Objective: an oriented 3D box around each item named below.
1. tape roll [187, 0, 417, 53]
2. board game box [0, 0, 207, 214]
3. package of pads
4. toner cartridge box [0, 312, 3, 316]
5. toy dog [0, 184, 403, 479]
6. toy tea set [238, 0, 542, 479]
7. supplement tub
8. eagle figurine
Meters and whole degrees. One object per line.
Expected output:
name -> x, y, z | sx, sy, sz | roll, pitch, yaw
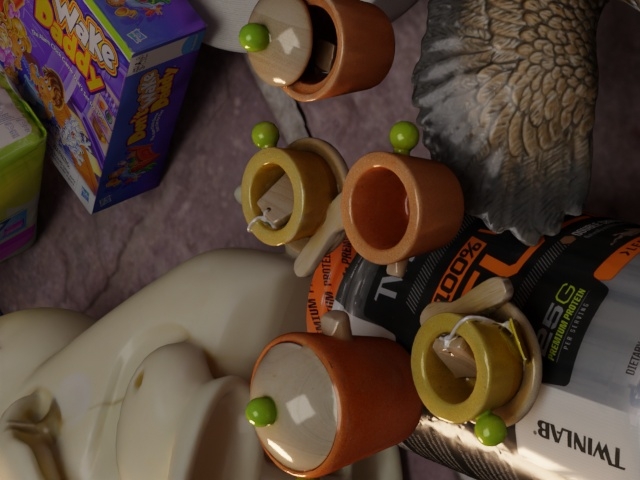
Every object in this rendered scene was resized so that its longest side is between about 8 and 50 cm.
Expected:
tape roll -> -0.039, -0.349, 1.271 | 0.392, 0.072, 0.392 | 7, 102, 36
board game box -> -0.251, -0.229, 1.393 | 0.347, 0.078, 0.233 | 52, 147, 19
package of pads -> -0.398, -0.020, 1.409 | 0.101, 0.296, 0.229 | 53, 154, 16
toner cartridge box -> -0.360, 0.162, 1.536 | 0.075, 0.165, 0.348 | -46, 70, 33
toy dog -> -0.173, 0.149, 1.328 | 0.408, 0.284, 0.395 | -7, 80, 37
toy tea set -> 0.000, 0.000, 1.004 | 0.200, 0.124, 0.336 | -37, 66, 44
supplement tub -> 0.160, 0.078, 1.084 | 0.338, 0.207, 0.207 | 16, 107, 45
eagle figurine -> 0.188, -0.175, 1.019 | 0.225, 0.298, 0.226 | 11, 139, 3
